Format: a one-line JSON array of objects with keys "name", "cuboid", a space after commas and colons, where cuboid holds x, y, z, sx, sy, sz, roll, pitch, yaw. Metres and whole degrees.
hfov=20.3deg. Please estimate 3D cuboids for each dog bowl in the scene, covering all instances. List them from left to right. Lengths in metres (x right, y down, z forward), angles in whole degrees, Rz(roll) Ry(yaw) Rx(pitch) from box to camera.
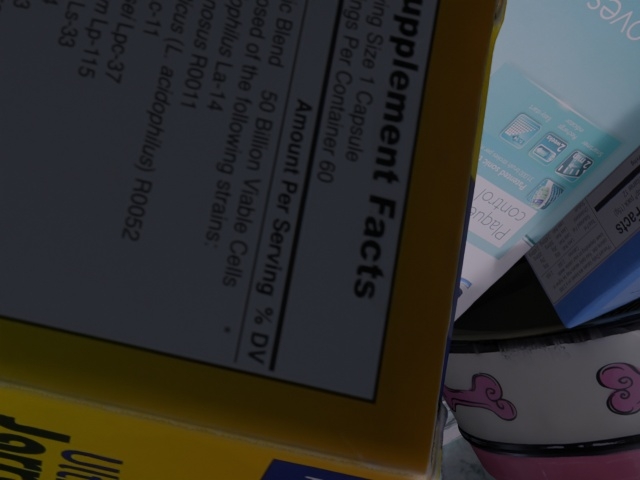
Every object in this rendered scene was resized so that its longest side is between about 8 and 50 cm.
[{"name": "dog bowl", "cuboid": [0.283, 0.085, 1.513, 0.408, 0.150, 0.408, -16, -172, 2]}]

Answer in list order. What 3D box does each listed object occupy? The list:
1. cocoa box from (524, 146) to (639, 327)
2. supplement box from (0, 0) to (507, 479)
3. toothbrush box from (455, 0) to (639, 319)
[{"name": "cocoa box", "cuboid": [0.305, -0.122, 1.319, 0.347, 0.228, 0.231, -20, 163, -27]}, {"name": "supplement box", "cuboid": [-0.137, -0.017, 0.633, 0.356, 0.194, 0.195, 14, 155, -6]}, {"name": "toothbrush box", "cuboid": [0.057, -0.119, 0.830, 0.216, 0.126, 0.295, 31, 115, -36]}]
